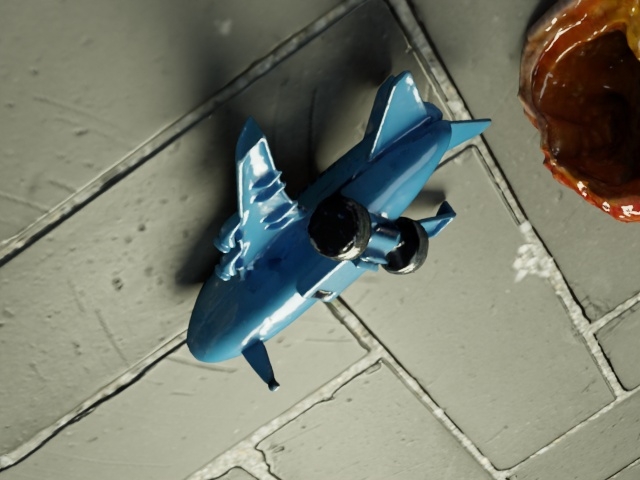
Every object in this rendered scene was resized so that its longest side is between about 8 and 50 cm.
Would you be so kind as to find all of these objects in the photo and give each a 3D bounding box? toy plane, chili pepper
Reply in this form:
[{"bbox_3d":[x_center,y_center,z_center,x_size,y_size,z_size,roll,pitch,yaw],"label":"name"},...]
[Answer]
[{"bbox_3d":[0.000,0.000,0.678,0.271,0.105,0.254,-51,147,16],"label":"toy plane"},{"bbox_3d":[0.326,-0.098,0.662,0.305,0.229,0.251,-4,167,-26],"label":"chili pepper"}]
